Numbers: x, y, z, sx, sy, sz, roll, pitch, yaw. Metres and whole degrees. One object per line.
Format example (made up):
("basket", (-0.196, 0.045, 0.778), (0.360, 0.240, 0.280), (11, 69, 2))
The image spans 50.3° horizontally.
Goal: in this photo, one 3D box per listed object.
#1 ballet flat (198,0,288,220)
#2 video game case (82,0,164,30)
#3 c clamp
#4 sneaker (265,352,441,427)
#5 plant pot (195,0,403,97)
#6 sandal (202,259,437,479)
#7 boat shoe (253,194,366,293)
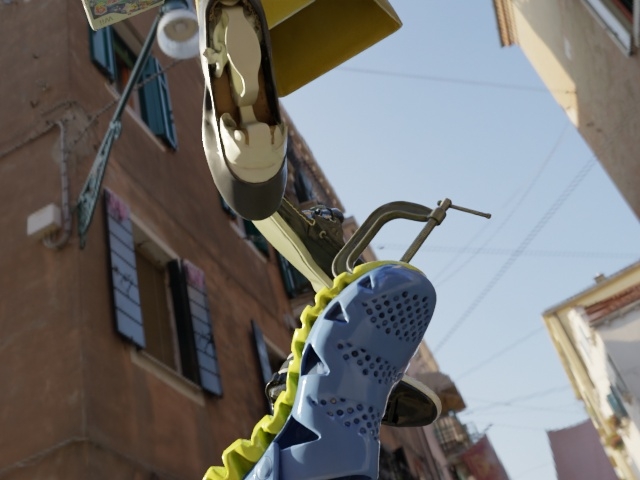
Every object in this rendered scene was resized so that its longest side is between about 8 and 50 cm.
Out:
("ballet flat", (-0.063, -0.110, 0.556), (0.074, 0.074, 0.203), (-9, -75, -11))
("video game case", (-0.212, -0.279, 0.714), (0.087, 0.011, 0.122), (-29, -17, -15))
("c clamp", (0.093, 0.000, 0.779), (0.160, 0.137, 0.022), (-46, -45, -23))
("sneaker", (0.034, 0.217, 0.860), (0.217, 0.121, 0.079), (12, -61, 21))
("plant pot", (-0.046, -0.338, 0.904), (0.212, 0.187, 0.212), (-25, -9, 21))
("sandal", (0.016, 0.167, 0.607), (0.126, 0.138, 0.317), (23, -81, -33))
("boat shoe", (0.002, 0.001, 1.116), (0.113, 0.127, 0.340), (-47, -71, -14))
